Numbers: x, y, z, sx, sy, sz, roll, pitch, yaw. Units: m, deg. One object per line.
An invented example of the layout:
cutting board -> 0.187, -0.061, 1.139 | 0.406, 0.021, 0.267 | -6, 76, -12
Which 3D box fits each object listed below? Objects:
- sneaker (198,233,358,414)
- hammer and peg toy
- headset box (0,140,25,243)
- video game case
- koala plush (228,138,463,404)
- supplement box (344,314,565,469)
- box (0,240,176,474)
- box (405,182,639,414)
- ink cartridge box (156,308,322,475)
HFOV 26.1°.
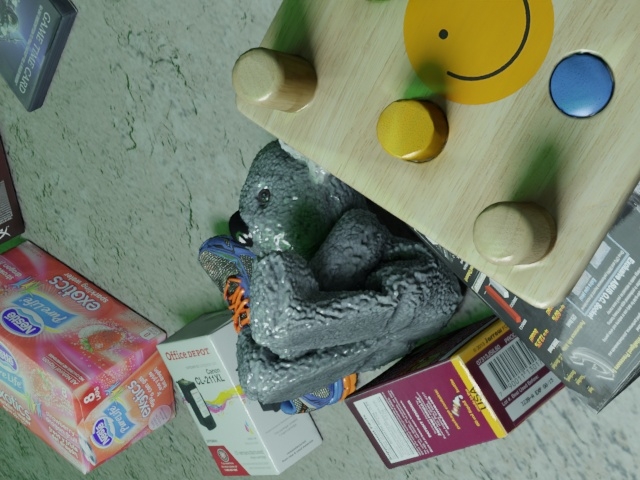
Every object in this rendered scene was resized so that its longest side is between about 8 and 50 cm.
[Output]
sneaker -> -0.056, 0.085, 1.415 | 0.221, 0.087, 0.083 | 49, 144, 13
hammer and peg toy -> 0.129, -0.170, 0.812 | 0.266, 0.127, 0.361 | 35, 105, 20
headset box -> -0.518, -0.144, 1.798 | 0.218, 0.110, 0.293 | 24, 133, 41
video game case -> -0.388, -0.305, 1.590 | 0.274, 0.026, 0.196 | 51, 145, 9
koala plush -> 0.000, 0.000, 1.238 | 0.196, 0.203, 0.221 | 105, 147, -61
supplement box -> 0.120, 0.130, 1.214 | 0.080, 0.104, 0.188 | 59, 146, 0
box -> -0.340, 0.142, 1.757 | 0.300, 0.154, 0.142 | 30, 136, 37
box -> 0.188, -0.042, 0.997 | 0.242, 0.076, 0.307 | 46, 150, 18
ink cartridge box -> -0.093, 0.170, 1.539 | 0.127, 0.072, 0.175 | -16, 103, 55
